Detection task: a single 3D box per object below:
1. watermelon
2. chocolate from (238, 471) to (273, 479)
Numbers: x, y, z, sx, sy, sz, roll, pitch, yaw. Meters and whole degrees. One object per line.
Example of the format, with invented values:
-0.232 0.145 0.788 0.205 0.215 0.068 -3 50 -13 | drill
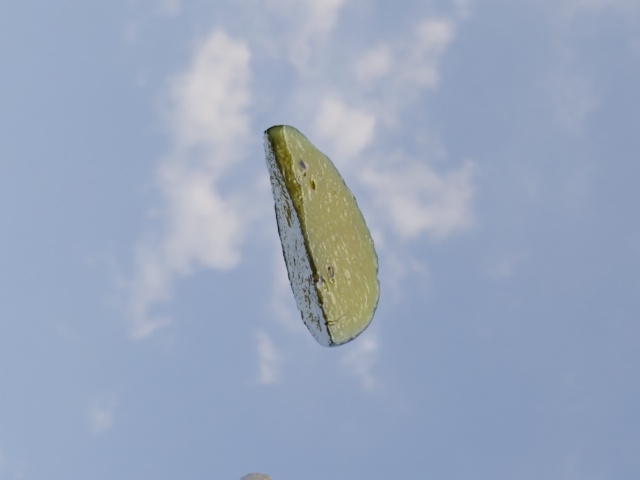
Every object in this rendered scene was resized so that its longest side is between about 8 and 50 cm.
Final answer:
0.009 -0.002 1.160 0.092 0.075 0.181 116 -41 -73 | watermelon
-0.069 0.240 1.124 0.085 0.219 0.086 1 -79 7 | chocolate
